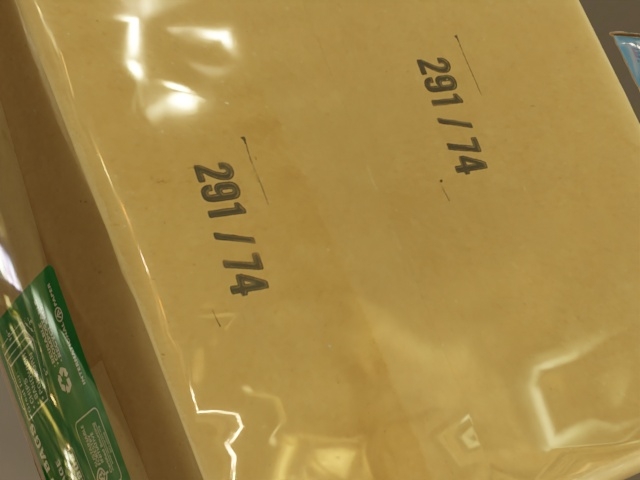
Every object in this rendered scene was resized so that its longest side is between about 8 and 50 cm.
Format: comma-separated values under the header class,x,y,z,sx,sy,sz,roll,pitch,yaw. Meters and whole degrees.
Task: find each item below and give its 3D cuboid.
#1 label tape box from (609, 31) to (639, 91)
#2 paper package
class,x,y,z,sx,sy,sz,roll,pitch,yaw
label tape box,0.386,-0.060,1.172,0.241,0.106,0.333,12,-32,41
paper package,0.000,0.000,0.769,0.168,0.309,0.325,-44,-114,56
